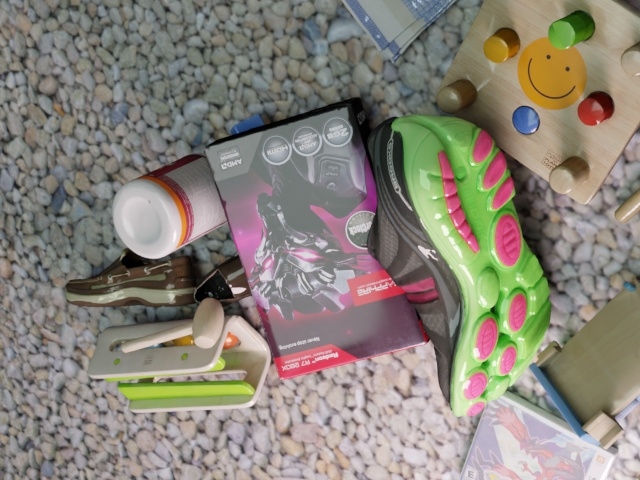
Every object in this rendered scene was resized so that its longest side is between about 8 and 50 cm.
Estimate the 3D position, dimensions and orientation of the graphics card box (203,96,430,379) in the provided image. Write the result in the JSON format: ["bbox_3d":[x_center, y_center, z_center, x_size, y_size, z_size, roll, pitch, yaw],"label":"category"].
[{"bbox_3d":[0.000,0.000,2.025,0.233,0.094,0.371,-15,99,14],"label":"graphics card box"}]

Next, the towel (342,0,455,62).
[{"bbox_3d":[0.126,-0.401,1.868,0.285,0.034,0.209,-41,82,35],"label":"towel"}]

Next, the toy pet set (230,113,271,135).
[{"bbox_3d":[-0.079,-0.131,2.082,0.122,0.065,0.114,-28,89,34],"label":"toy pet set"}]

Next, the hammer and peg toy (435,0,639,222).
[{"bbox_3d":[0.335,-0.175,1.759,0.361,0.127,0.266,38,124,15],"label":"hammer and peg toy"}]

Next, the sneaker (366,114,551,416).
[{"bbox_3d":[0.179,0.028,1.901,0.202,0.185,0.483,30,141,48],"label":"sneaker"}]

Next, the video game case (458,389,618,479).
[{"bbox_3d":[0.313,0.332,2.036,0.201,0.023,0.183,28,121,22],"label":"video game case"}]

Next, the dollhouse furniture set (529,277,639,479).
[{"bbox_3d":[0.484,0.179,1.842,0.286,0.198,0.303,-48,47,15],"label":"dollhouse furniture set"}]

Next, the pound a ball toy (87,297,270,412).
[{"bbox_3d":[-0.228,0.163,2.232,0.319,0.135,0.208,-8,139,35],"label":"pound a ball toy"}]

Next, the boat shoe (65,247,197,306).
[{"bbox_3d":[-0.312,0.059,2.305,0.257,0.095,0.095,-2,93,27],"label":"boat shoe"}]

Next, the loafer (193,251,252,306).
[{"bbox_3d":[-0.115,0.056,2.172,0.220,0.078,0.080,-35,88,37],"label":"loafer"}]

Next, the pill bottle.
[{"bbox_3d":[-0.199,-0.062,2.092,0.121,0.221,0.121,13,115,29],"label":"pill bottle"}]
